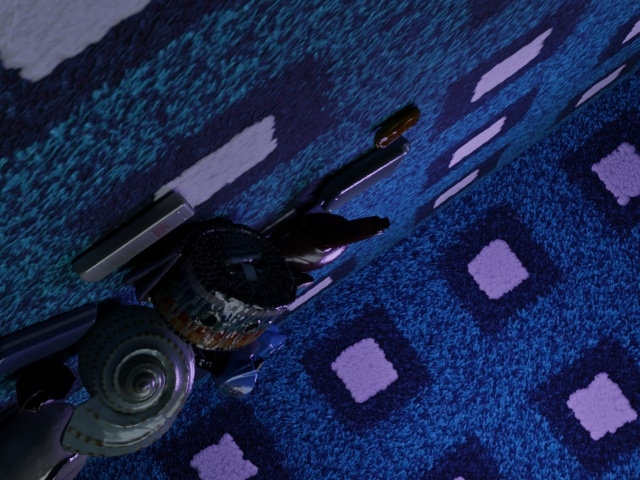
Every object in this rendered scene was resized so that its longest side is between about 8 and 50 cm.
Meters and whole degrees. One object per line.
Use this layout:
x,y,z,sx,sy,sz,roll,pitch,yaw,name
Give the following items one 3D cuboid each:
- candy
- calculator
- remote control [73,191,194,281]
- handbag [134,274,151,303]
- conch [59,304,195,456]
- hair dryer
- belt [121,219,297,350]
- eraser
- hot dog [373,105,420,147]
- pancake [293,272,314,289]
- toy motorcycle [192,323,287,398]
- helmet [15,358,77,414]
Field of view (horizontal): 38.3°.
-0.611,0.462,1.973,0.295,0.185,0.295,-50,180,0,candy
0.092,-0.139,1.967,0.246,0.045,0.141,-33,171,-16,calculator
-0.273,-0.003,1.349,0.190,0.029,0.087,-36,171,-2,remote control
-0.295,0.085,1.641,0.111,0.072,0.047,-11,112,-69,handbag
-0.353,0.271,1.726,0.319,0.215,0.303,119,-7,-86,conch
0.000,0.000,1.895,0.313,0.123,0.340,-18,-178,-39,hair dryer
-0.181,0.087,1.599,0.160,0.207,0.295,-42,168,25,belt
-0.457,0.165,1.506,0.082,0.036,0.225,-41,170,34,eraser
0.147,-0.223,1.788,0.122,0.037,0.049,-38,161,-20,hot dog
-0.120,0.086,1.995,0.212,0.029,0.235,-2,-170,-2,pancake
-0.216,0.291,2.447,0.172,0.232,0.416,-43,170,22,toy motorcycle
-0.514,0.262,1.693,0.123,0.070,0.098,-19,156,-41,helmet
